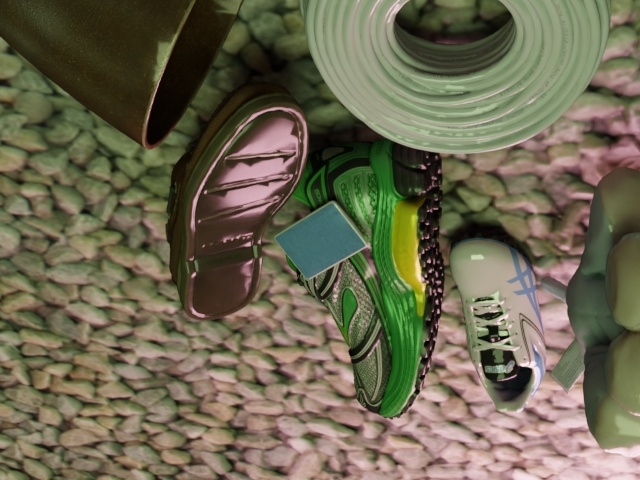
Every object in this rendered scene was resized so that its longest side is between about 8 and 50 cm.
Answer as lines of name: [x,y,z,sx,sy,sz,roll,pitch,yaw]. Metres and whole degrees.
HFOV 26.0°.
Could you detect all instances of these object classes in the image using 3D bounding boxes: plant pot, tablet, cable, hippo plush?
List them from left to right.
plant pot: [-0.189,-0.217,1.085,0.230,0.215,0.215,26,136,1]
tablet: [0.000,0.000,1.275,0.083,0.006,0.054,-31,103,38]
cable: [0.107,-0.187,1.136,0.257,0.089,0.257,20,136,-13]
hippo plush: [0.354,0.077,1.254,0.236,0.234,0.294,0,153,-4]

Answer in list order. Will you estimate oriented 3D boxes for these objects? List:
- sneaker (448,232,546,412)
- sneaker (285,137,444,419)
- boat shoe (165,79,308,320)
sneaker: [0.185,0.086,1.424,0.085,0.086,0.237,-7,134,18]
sneaker: [0.047,0.037,1.378,0.146,0.134,0.344,5,129,13]
boat shoe: [-0.097,-0.051,1.289,0.110,0.104,0.307,-7,145,-26]
